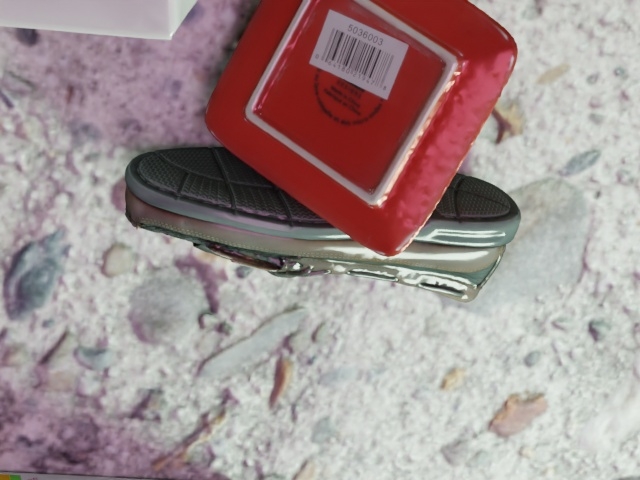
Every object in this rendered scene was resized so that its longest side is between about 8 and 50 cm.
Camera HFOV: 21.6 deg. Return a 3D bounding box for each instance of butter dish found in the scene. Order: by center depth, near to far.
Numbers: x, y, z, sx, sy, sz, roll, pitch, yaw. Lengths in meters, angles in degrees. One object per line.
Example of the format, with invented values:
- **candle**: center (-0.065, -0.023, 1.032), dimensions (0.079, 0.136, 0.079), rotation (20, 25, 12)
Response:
- **butter dish**: center (0.038, -0.097, 1.042), dimensions (0.160, 0.118, 0.160), rotation (35, 110, 16)

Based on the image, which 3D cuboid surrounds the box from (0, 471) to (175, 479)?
- **box**: center (-0.154, 0.235, 1.155), dimensions (0.203, 0.103, 0.114), rotation (6, 113, -18)

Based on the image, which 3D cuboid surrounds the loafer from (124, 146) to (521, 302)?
- **loafer**: center (0.000, 0.000, 1.089), dimensions (0.267, 0.096, 0.084), rotation (5, 120, -19)

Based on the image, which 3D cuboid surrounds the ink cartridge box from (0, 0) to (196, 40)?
- **ink cartridge box**: center (-0.196, -0.224, 0.865), dimensions (0.278, 0.117, 0.201), rotation (5, 115, 3)
